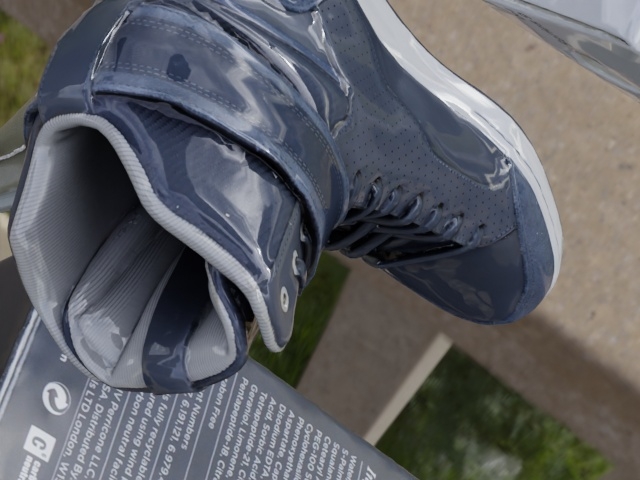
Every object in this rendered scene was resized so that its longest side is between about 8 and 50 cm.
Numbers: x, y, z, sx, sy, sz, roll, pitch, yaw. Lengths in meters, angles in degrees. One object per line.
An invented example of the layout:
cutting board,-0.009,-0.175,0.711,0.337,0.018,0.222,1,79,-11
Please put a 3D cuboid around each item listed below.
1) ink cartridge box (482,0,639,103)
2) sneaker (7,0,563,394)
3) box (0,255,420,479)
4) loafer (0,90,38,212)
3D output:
ink cartridge box,0.241,-0.208,0.754,0.211,0.121,0.289,20,99,-43
sneaker,-0.002,0.000,0.446,0.226,0.086,0.163,46,42,-34
box,-0.138,0.215,0.957,0.395,0.293,0.212,38,49,-30
loafer,-0.210,-0.082,1.147,0.251,0.094,0.087,-11,102,25
